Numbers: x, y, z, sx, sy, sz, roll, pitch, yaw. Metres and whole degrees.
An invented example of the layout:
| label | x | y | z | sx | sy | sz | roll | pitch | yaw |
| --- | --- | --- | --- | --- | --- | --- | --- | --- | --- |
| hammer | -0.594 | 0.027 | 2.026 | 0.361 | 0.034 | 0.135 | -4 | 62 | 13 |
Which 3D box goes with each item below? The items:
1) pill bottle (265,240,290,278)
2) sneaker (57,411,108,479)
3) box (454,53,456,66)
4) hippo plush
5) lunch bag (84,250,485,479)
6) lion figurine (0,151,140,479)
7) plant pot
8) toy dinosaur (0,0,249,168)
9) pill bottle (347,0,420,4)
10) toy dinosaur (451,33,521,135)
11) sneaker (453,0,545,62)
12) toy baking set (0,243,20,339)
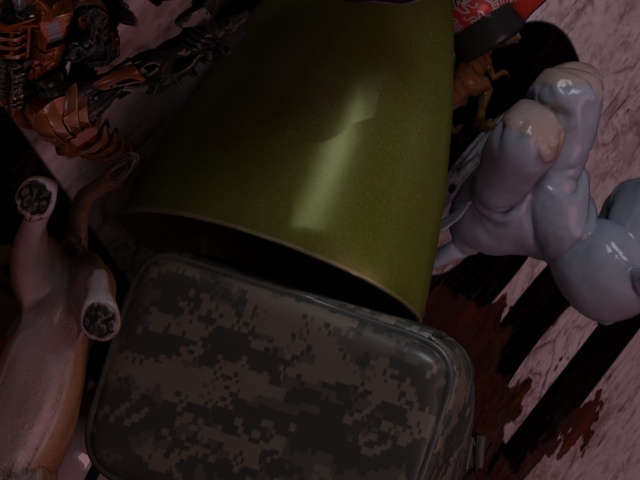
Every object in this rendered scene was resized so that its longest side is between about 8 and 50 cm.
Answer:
| label | x | y | z | sx | sy | sz | roll | pitch | yaw |
| --- | --- | --- | --- | --- | --- | --- | --- | --- | --- |
| pill bottle | 0.000 | 0.000 | 1.789 | 0.169 | 0.094 | 0.094 | -27 | 135 | -41 |
| sneaker | -0.269 | 0.242 | 1.637 | 0.095 | 0.090 | 0.235 | 25 | 109 | -22 |
| box | 0.071 | -0.180 | 1.795 | 0.105 | 0.043 | 0.179 | -56 | 145 | -8 |
| hippo plush | 0.274 | -0.029 | 1.948 | 0.294 | 0.236 | 0.234 | -50 | 172 | -20 |
| lunch bag | -0.016 | 0.145 | 1.570 | 0.256 | 0.305 | 0.212 | 14 | 92 | -78 |
| lion figurine | -0.234 | 0.116 | 1.474 | 0.392 | 0.142 | 0.240 | -62 | -179 | -5 |
| plant pot | 0.004 | -0.105 | 1.600 | 0.275 | 0.275 | 0.293 | 40 | 66 | -57 |
| toy dinosaur | -0.189 | -0.155 | 1.406 | 0.218 | 0.164 | 0.322 | -37 | 173 | -10 |
| pill bottle | 0.019 | -0.260 | 1.351 | 0.301 | 0.169 | 0.169 | -1 | 116 | -43 |
| toy dinosaur | 0.147 | -0.157 | 1.900 | 0.211 | 0.064 | 0.112 | -54 | 147 | -48 |
| sneaker | 0.144 | -0.268 | 1.775 | 0.090 | 0.145 | 0.270 | -28 | -171 | 18 |
| toy baking set | -0.335 | 0.103 | 1.474 | 0.256 | 0.030 | 0.196 | -14 | 126 | -48 |
